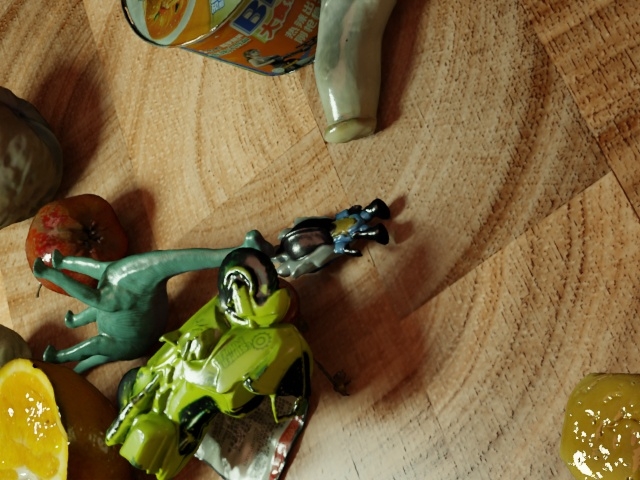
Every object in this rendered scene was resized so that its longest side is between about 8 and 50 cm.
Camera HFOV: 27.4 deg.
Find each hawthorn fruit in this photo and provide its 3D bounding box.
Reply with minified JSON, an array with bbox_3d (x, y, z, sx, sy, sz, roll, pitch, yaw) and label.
[{"bbox_3d":[-0.389,0.015,2.016,0.203,0.163,0.162,-18,63,55],"label":"hawthorn fruit"}]

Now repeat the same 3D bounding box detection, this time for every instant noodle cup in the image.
[{"bbox_3d":[-0.105,-0.368,1.837,0.296,0.214,0.296,-15,67,37],"label":"instant noodle cup"}]

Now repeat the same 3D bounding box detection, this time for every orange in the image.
[{"bbox_3d":[-0.386,0.322,1.829,0.274,0.274,0.310,-13,112,37],"label":"orange"}]

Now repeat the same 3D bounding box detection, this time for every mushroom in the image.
[{"bbox_3d":[0.052,-0.300,1.764,0.109,0.097,0.351,9,87,21],"label":"mushroom"}]

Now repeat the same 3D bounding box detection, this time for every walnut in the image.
[{"bbox_3d":[-0.546,-0.128,2.126,0.248,0.248,0.248,-14,67,37],"label":"walnut"}]

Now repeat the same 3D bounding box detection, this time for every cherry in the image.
[{"bbox_3d":[-0.041,0.113,1.710,0.225,0.090,0.107,28,119,32],"label":"cherry"}]

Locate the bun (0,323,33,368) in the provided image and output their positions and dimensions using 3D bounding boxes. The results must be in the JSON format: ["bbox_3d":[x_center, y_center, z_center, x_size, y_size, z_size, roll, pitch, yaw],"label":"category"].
[{"bbox_3d":[-0.495,0.230,2.002,0.116,0.237,0.209,7,109,5],"label":"bun"}]

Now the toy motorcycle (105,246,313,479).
[{"bbox_3d":[-0.128,0.178,1.660,0.342,0.142,0.206,-47,62,29],"label":"toy motorcycle"}]

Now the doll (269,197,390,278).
[{"bbox_3d":[0.000,0.000,1.726,0.195,0.070,0.096,-19,49,27],"label":"doll"}]

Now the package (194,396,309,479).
[{"bbox_3d":[-0.121,0.237,1.775,0.232,0.040,0.166,24,95,35],"label":"package"}]

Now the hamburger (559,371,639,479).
[{"bbox_3d":[0.324,0.207,1.372,0.147,0.083,0.138,4,82,44],"label":"hamburger"}]

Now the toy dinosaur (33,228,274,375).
[{"bbox_3d":[-0.225,0.111,1.865,0.331,0.383,0.129,5,47,5],"label":"toy dinosaur"}]
